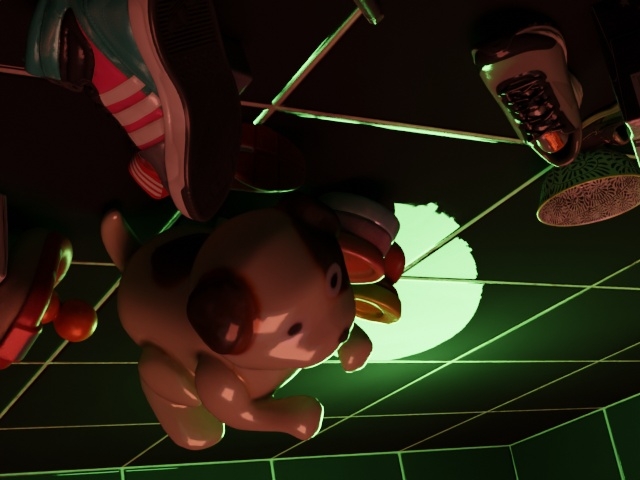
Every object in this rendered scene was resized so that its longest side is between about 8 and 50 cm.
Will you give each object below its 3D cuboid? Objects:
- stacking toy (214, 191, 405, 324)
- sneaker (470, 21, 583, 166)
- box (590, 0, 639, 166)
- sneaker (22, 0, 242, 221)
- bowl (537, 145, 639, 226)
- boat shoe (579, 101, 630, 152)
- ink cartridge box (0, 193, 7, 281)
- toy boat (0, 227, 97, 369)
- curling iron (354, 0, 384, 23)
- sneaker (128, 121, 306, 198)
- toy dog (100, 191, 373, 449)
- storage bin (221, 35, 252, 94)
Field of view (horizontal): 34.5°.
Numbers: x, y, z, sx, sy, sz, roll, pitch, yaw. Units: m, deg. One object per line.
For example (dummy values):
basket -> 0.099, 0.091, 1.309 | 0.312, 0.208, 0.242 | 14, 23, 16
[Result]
stacking toy -> 0.000, 0.000, 1.602 | 0.279, 0.130, 0.309 | 13, 159, 14
sneaker -> 0.260, -0.172, 1.226 | 0.100, 0.108, 0.271 | -18, 155, 24
box -> 0.451, -0.204, 1.150 | 0.247, 0.163, 0.142 | -17, 155, 18
sneaker -> -0.186, -0.149, 0.975 | 0.178, 0.124, 0.296 | 18, 141, 23
bowl -> 0.393, -0.090, 1.513 | 0.170, 0.080, 0.170 | -9, 157, -4
boat shoe -> 0.402, -0.154, 1.403 | 0.056, 0.049, 0.152 | 4, 155, -31
ink cartridge box -> -0.570, 0.042, 1.360 | 0.226, 0.131, 0.306 | 6, 154, -34
toy boat -> -0.378, 0.089, 1.416 | 0.151, 0.231, 0.151 | 29, 113, -20
curling iron -> 0.030, -0.275, 0.968 | 0.068, 0.035, 0.274 | -13, 158, 8
sneaker -> -0.137, -0.096, 1.305 | 0.221, 0.087, 0.128 | 12, 163, -31
toy dog -> -0.097, 0.074, 1.375 | 0.284, 0.395, 0.408 | -36, -174, -27
storage bin -> -0.141, -0.172, 1.084 | 0.135, 0.098, 0.091 | 13, 138, -44
